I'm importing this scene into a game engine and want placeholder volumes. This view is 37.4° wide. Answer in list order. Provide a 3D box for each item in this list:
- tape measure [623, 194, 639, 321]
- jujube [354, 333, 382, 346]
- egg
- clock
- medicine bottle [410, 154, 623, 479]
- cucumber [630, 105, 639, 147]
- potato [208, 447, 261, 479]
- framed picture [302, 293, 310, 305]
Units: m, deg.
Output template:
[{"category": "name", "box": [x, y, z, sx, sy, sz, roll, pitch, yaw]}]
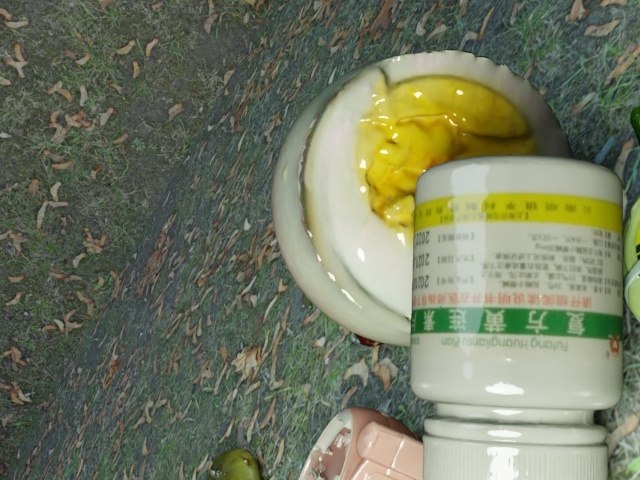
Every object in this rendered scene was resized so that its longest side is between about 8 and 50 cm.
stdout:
[{"category": "tape measure", "box": [0.360, 0.007, 0.912, 0.177, 0.087, 0.154, -47, 36, 47]}, {"category": "jujube", "box": [0.074, 0.098, 1.445, 0.104, 0.104, 0.166, -59, 21, 12]}, {"category": "egg", "box": [0.101, -0.040, 1.217, 0.340, 0.354, 0.354, 155, 137, -76]}, {"category": "clock", "box": [0.051, 0.331, 1.215, 0.227, 0.142, 0.241, -66, 12, -5]}, {"category": "medicine bottle", "box": [0.194, 0.099, 0.943, 0.208, 0.208, 0.340, -14, 72, 62]}, {"category": "cucumber", "box": [0.379, -0.107, 1.066, 0.037, 0.037, 0.155, -47, 28, 36]}, {"category": "potato", "box": [-0.145, 0.426, 1.604, 0.105, 0.085, 0.188, -57, 27, 22]}, {"category": "framed picture", "box": [0.000, 0.000, 1.735, 0.150, 0.015, 0.203, -87, 12, -50]}]
